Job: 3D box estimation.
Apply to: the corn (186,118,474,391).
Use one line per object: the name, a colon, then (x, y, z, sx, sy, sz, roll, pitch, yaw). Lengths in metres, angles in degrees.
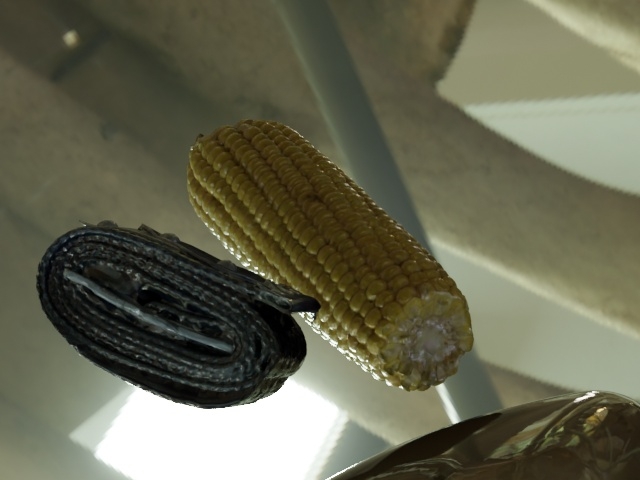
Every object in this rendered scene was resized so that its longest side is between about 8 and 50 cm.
corn: (0.000, 0.000, 1.406, 0.144, 0.144, 0.387, -40, -132, -12)

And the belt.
belt: (-0.117, 0.062, 1.181, 0.218, 0.128, 0.122, 24, -87, 13)

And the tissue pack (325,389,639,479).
tissue pack: (0.096, 0.267, 0.976, 0.387, 0.267, 0.277, -30, 173, 24)
